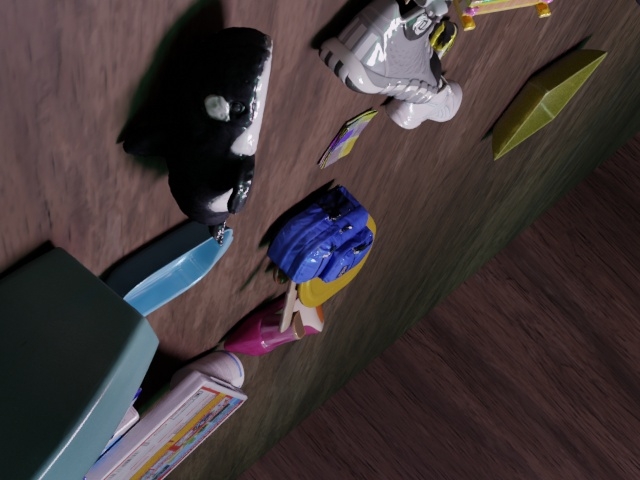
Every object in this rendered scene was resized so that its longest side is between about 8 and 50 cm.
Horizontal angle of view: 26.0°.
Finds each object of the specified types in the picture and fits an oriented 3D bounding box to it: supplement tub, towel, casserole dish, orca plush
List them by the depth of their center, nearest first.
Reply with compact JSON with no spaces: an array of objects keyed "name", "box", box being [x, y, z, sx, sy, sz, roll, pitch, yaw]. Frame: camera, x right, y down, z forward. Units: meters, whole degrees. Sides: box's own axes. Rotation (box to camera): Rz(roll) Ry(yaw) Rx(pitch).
[{"name":"orca plush","box":[-0.112,-0.090,1.153,0.287,0.102,0.151,135,-40,-75]},{"name":"casserole dish","box":[-0.169,0.034,1.456,0.188,0.037,0.114,-33,166,-40]},{"name":"towel","box":[0.032,-0.121,1.649,0.060,0.009,0.083,-32,165,-43]},{"name":"supplement tub","box":[-0.166,0.206,2.040,0.071,0.071,0.107,-48,167,25]}]

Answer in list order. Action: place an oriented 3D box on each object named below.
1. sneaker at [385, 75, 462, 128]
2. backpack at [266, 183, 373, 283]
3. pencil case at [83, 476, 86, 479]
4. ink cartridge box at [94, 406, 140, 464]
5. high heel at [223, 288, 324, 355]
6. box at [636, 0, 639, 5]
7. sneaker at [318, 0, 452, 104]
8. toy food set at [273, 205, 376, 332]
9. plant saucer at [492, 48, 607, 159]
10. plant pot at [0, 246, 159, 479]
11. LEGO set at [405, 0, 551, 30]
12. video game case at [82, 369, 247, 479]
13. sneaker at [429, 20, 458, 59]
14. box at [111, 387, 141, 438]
[{"name":"sneaker","box":[0.140,-0.179,1.700,0.152,0.054,0.061,-26,158,-55]},{"name":"backpack","box":[0.000,0.000,1.767,0.120,0.101,0.098,-30,157,-38]},{"name":"pencil case","box":[-0.378,0.330,1.468,0.306,0.133,0.119,-18,-161,-25]},{"name":"ink cartridge box","box":[-0.364,0.330,1.829,0.296,0.066,0.261,-39,168,-16]},{"name":"high heel","box":[-0.067,0.127,2.151,0.117,0.082,0.244,-13,-169,13]},{"name":"box","box":[0.442,-0.424,1.501,0.296,0.183,0.294,-43,168,-1]},{"name":"sneaker","box":[0.098,-0.207,1.362,0.132,0.086,0.228,-50,167,21]},{"name":"toy food set","box":[-0.010,0.019,1.918,0.218,0.071,0.128,-35,143,-45]},{"name":"plant saucer","box":[0.368,-0.237,2.303,0.188,0.045,0.188,-34,167,-38]},{"name":"plant pot","box":[-0.259,0.134,1.212,0.234,0.165,0.166,-49,170,-12]},{"name":"LEGO set","box":[0.203,-0.290,1.263,0.287,0.132,0.107,-37,174,-25]},{"name":"video game case","box":[-0.206,0.266,1.890,0.204,0.025,0.285,-43,166,-2]},{"name":"sneaker","box":[0.131,-0.215,1.581,0.083,0.031,0.035,-48,168,26]},{"name":"box","box":[-0.290,0.208,1.599,0.126,0.072,0.137,-35,166,-39]}]
